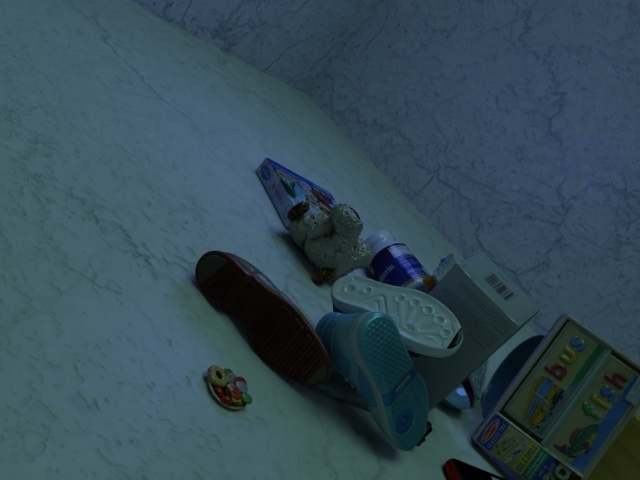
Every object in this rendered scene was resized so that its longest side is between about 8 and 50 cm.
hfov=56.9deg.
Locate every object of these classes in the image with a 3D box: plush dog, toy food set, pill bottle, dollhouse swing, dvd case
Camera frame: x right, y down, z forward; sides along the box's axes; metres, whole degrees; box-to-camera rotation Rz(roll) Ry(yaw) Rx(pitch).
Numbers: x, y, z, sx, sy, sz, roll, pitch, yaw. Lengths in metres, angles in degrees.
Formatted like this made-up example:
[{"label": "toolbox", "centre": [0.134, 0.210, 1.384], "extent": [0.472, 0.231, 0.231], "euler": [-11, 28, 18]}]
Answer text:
[{"label": "plush dog", "centre": [0.000, 0.000, 1.687], "extent": [0.225, 0.210, 0.262], "euler": [37, -15, 35]}, {"label": "toy food set", "centre": [-0.154, 0.249, 0.998], "extent": [0.083, 0.020, 0.083], "euler": [23, 26, -45]}, {"label": "pill bottle", "centre": [0.248, 0.096, 1.937], "extent": [0.153, 0.153, 0.264], "euler": [21, 27, -47]}, {"label": "dollhouse swing", "centre": [0.825, 0.622, 1.608], "extent": [0.315, 0.347, 0.305], "euler": [17, 30, -52]}, {"label": "dvd case", "centre": [0.048, 0.288, 1.313], "extent": [0.253, 0.022, 0.180], "euler": [29, 23, -33]}]

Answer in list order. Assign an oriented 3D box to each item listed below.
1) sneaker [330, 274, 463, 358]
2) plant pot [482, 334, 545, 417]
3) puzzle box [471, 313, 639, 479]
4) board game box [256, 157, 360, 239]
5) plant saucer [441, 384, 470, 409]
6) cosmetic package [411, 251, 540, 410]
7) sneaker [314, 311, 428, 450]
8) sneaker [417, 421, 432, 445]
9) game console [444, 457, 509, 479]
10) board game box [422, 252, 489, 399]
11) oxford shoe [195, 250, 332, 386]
[{"label": "sneaker", "centre": [0.168, 0.218, 1.304], "extent": [0.323, 0.130, 0.236], "euler": [21, -37, 33]}, {"label": "plant pot", "centre": [0.633, 0.443, 1.683], "extent": [0.195, 0.290, 0.290], "euler": [36, 19, -1]}, {"label": "puzzle box", "centre": [0.613, 0.425, 1.495], "extent": [0.272, 0.409, 0.052], "euler": [36, -2, 11]}, {"label": "board game box", "centre": [-0.034, -0.108, 1.966], "extent": [0.319, 0.066, 0.318], "euler": [24, 25, -42]}, {"label": "plant saucer", "centre": [0.325, 0.391, 1.611], "extent": [0.195, 0.037, 0.195], "euler": [36, 19, -14]}, {"label": "cosmetic package", "centre": [0.303, 0.225, 1.389], "extent": [0.197, 0.365, 0.155], "euler": [49, 35, 18]}, {"label": "sneaker", "centre": [0.093, 0.274, 1.216], "extent": [0.127, 0.208, 0.319], "euler": [-32, 111, -34]}, {"label": "sneaker", "centre": [0.210, 0.399, 1.323], "extent": [0.085, 0.058, 0.152], "euler": [36, 23, 1]}, {"label": "game console", "centre": [0.456, 0.657, 1.271], "extent": [0.387, 0.060, 0.342], "euler": [31, 15, -31]}, {"label": "board game box", "centre": [0.434, 0.255, 1.859], "extent": [0.390, 0.050, 0.389], "euler": [-19, 91, -69]}, {"label": "oxford shoe", "centre": [-0.095, 0.145, 1.198], "extent": [0.348, 0.123, 0.130], "euler": [47, 14, 11]}]
